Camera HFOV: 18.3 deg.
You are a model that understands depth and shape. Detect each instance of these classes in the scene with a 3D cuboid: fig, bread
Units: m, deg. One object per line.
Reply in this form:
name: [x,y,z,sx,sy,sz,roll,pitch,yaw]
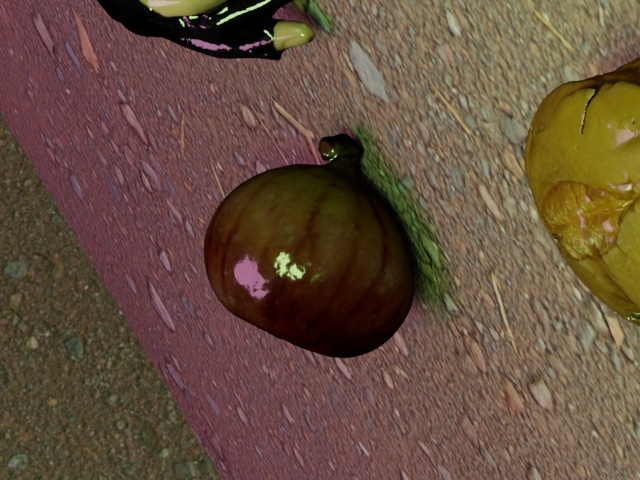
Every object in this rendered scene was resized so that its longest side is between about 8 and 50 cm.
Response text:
fig: [-0.005,0.017,2.080,0.235,0.214,0.235,27,154,14]
bread: [0.240,-0.036,1.371,0.195,0.142,0.269,62,161,-2]

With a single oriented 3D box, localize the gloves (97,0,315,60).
gloves: [-0.138,-0.271,2.006,0.301,0.197,0.152,17,102,19]
